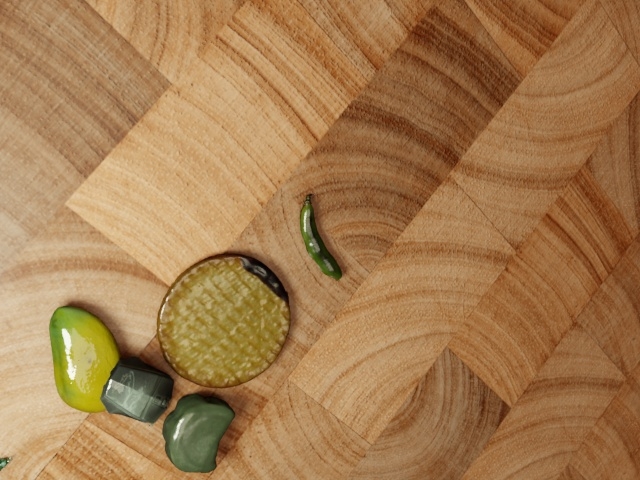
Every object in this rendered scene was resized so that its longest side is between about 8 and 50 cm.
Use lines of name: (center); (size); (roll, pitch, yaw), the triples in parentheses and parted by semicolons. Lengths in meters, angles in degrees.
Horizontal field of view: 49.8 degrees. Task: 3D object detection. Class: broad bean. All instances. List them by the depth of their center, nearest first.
broad bean: (-0.005, 0.001, 1.638); (0.069, 0.039, 0.226); (-26, 110, -25)

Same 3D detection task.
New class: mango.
mango: (-0.481, 0.245, 1.426); (0.137, 0.091, 0.237); (-9, 104, -31)

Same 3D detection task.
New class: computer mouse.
computer mouse: (-0.371, 0.325, 1.456); (0.126, 0.071, 0.231); (-67, 151, -19)

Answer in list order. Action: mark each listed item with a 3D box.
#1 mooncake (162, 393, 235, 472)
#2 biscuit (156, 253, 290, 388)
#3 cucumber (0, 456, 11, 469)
mooncake: (-0.272, 0.432, 1.555); (0.175, 0.104, 0.168); (-39, 110, -17)
biscuit: (-0.215, 0.185, 1.571); (0.318, 0.040, 0.317); (-4, 100, -25)
cucumber: (-0.701, 0.482, 1.394); (0.155, 0.037, 0.037); (-22, 108, -20)
